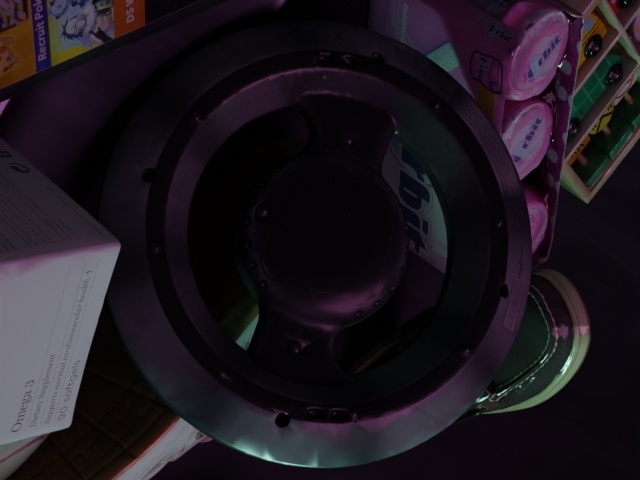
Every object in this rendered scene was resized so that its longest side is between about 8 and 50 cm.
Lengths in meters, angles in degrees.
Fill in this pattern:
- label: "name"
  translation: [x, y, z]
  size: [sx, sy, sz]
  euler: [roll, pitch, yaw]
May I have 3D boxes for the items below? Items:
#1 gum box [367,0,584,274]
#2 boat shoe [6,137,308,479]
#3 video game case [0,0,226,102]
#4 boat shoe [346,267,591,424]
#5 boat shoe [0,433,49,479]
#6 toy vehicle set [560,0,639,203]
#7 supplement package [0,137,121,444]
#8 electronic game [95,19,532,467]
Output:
- label: "gum box"
  translation: [0.082, -0.073, 0.930]
  size: [0.062, 0.107, 0.188]
  euler: [-30, 140, -30]
- label: "boat shoe"
  translation: [-0.074, 0.072, 0.884]
  size: [0.277, 0.098, 0.096]
  euler: [-45, 145, -13]
- label: "video game case"
  translation: [-0.101, -0.194, 0.663]
  size: [0.248, 0.035, 0.275]
  euler: [-30, 141, -31]
- label: "boat shoe"
  translation: [0.082, 0.081, 1.028]
  size: [0.073, 0.080, 0.223]
  euler: [-14, 169, -33]
- label: "boat shoe"
  translation: [-0.269, 0.129, 0.707]
  size: [0.335, 0.095, 0.112]
  euler: [-30, 171, -37]
- label: "toy vehicle set"
  translation: [0.220, -0.166, 1.075]
  size: [0.267, 0.035, 0.166]
  euler: [-53, 147, 0]
- label: "supplement package"
  translation: [-0.193, 0.029, 0.693]
  size: [0.179, 0.105, 0.105]
  euler: [-11, 129, -45]
- label: "electronic game"
  translation: [0.000, 0.000, 0.827]
  size: [0.229, 0.229, 0.048]
  euler: [-41, -177, -18]
